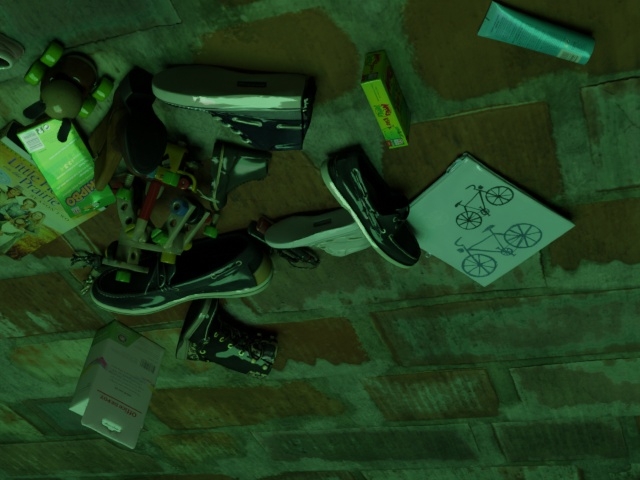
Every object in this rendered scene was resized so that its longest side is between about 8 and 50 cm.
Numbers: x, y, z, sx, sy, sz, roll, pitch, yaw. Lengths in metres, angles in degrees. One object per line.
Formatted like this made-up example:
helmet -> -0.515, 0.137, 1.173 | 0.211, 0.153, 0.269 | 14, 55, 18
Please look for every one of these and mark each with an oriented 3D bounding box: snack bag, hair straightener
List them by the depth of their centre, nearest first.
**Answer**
snack bag -> 0.368, -0.040, 2.018 | 0.343, 0.037, 0.323 | 29, 137, -18
hair straightener -> -0.096, 0.015, 2.192 | 0.230, 0.047, 0.089 | 30, 150, -31

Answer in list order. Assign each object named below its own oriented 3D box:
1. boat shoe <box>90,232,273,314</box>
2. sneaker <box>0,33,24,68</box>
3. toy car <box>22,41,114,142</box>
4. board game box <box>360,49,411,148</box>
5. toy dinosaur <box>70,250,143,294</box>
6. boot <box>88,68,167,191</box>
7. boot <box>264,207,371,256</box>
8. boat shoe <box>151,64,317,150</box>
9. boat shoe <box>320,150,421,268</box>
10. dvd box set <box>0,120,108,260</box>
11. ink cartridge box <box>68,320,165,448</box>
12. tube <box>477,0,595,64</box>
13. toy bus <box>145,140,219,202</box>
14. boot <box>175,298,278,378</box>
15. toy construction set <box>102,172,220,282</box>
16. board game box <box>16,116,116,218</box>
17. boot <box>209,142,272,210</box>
boat shoe -> -0.376, 0.076, 2.214 | 0.500, 0.186, 0.156 | -8, 136, 12
sneaker -> -0.698, -0.405, 1.775 | 0.134, 0.070, 0.051 | 24, 141, -15
toy car -> -0.552, -0.292, 1.786 | 0.155, 0.188, 0.149 | 34, 135, -27
board game box -> 0.136, -0.285, 1.722 | 0.043, 0.092, 0.181 | -8, 138, 22
toy dinosaur -> -0.616, 0.065, 2.344 | 0.118, 0.064, 0.268 | 23, 138, -37
boot -> -0.443, -0.192, 1.836 | 0.096, 0.264, 0.280 | 3, 149, -38
boot -> 0.000, 0.000, 2.094 | 0.258, 0.095, 0.123 | -10, 136, 16
boat shoe -> -0.181, -0.267, 1.781 | 0.341, 0.127, 0.158 | 6, 134, 4
boat shoe -> 0.146, -0.076, 1.944 | 0.113, 0.127, 0.340 | -27, 111, 32
dvd box set -> -0.778, -0.111, 2.160 | 0.420, 0.062, 0.308 | -23, 131, 35
ink cartridge box -> -0.627, 0.452, 2.584 | 0.119, 0.353, 0.207 | -28, 128, 37
tube -> 0.405, -0.383, 1.582 | 0.207, 0.052, 0.080 | 17, 136, -1
toy bus -> -0.338, -0.177, 1.935 | 0.191, 0.104, 0.202 | 18, 178, 42
boot -> -0.261, 0.284, 2.470 | 0.284, 0.138, 0.377 | 19, 144, -9
toy construction set -> -0.406, -0.008, 1.977 | 0.258, 0.237, 0.309 | 19, 174, 4
board game box -> -0.593, -0.174, 1.996 | 0.124, 0.039, 0.259 | -23, 124, -1
boot -> -0.189, -0.138, 1.995 | 0.137, 0.076, 0.198 | 7, 143, -4
